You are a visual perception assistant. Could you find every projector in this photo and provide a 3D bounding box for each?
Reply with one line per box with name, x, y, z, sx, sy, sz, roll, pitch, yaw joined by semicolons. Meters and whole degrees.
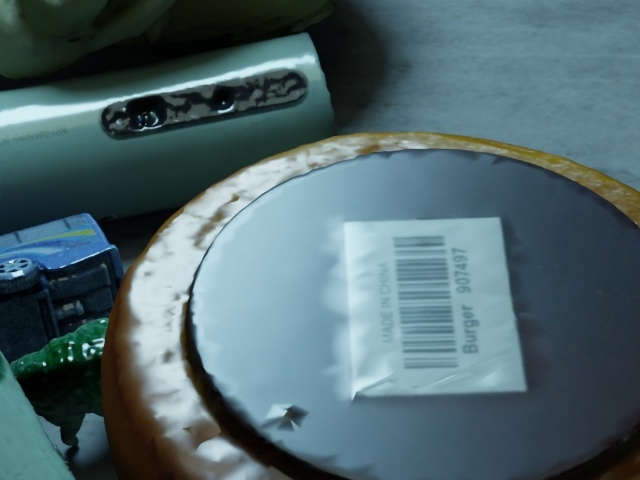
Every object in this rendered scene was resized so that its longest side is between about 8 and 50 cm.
projector;-0.158;-0.063;1.339;0.337;0.108;0.108;-12;38;-7

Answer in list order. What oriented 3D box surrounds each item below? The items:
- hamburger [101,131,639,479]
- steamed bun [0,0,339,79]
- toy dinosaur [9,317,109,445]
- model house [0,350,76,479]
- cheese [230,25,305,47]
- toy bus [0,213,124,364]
hamburger;0.056;0.124;0.949;0.330;0.250;0.330;0;43;0
steamed bun;-0.134;-0.260;1.436;0.325;0.230;0.372;8;23;45
toy dinosaur;-0.076;0.068;1.164;0.383;0.076;0.129;-19;-5;2
model house;-0.322;0.166;1.037;0.325;0.194;0.267;-36;74;15
cheese;-0.039;-0.150;1.487;0.060;0.041;0.084;-6;39;4
toy bus;-0.241;0.054;1.230;0.236;0.079;0.094;-15;22;-12
